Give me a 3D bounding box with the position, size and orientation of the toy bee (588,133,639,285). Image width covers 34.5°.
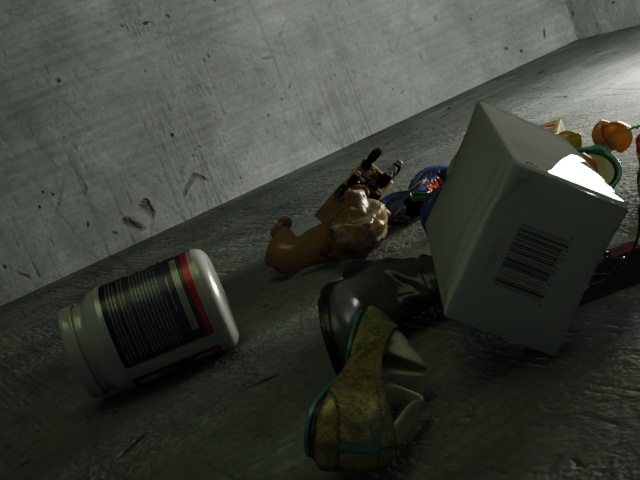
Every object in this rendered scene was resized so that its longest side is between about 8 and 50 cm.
[{"bbox_3d":[0.444,-0.059,1.219,0.298,0.162,0.195,-25,17,0],"label":"toy bee"}]

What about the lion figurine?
[{"bbox_3d":[0.000,0.000,2.149,0.392,0.142,0.240,-31,12,36],"label":"lion figurine"}]

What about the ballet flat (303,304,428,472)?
[{"bbox_3d":[0.071,0.175,1.230,0.123,0.123,0.348,-18,11,17],"label":"ballet flat"}]

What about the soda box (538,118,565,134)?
[{"bbox_3d":[0.520,-0.222,2.321,0.058,0.061,0.181,-17,12,20],"label":"soda box"}]

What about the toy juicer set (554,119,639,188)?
[{"bbox_3d":[0.433,-0.130,1.796,0.329,0.089,0.209,-25,42,-8],"label":"toy juicer set"}]

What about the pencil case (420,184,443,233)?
[{"bbox_3d":[0.267,-0.039,1.746,0.119,0.133,0.306,-48,9,-5],"label":"pencil case"}]

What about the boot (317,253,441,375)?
[{"bbox_3d":[0.131,0.083,1.518,0.223,0.118,0.338,-11,19,17],"label":"boot"}]

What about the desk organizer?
[{"bbox_3d":[0.376,0.045,1.387,0.130,0.047,0.050,-21,9,3],"label":"desk organizer"}]

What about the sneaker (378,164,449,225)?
[{"bbox_3d":[0.227,-0.095,2.267,0.221,0.083,0.087,-37,24,-25],"label":"sneaker"}]

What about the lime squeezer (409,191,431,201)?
[{"bbox_3d":[0.336,-0.117,2.068,0.310,0.110,0.059,-19,38,7],"label":"lime squeezer"}]

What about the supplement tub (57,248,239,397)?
[{"bbox_3d":[-0.296,0.145,1.792,0.272,0.191,0.191,-22,11,-3],"label":"supplement tub"}]

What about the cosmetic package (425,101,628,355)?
[{"bbox_3d":[0.256,-0.032,1.378,0.156,0.217,0.385,21,19,-3],"label":"cosmetic package"}]

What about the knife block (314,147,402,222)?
[{"bbox_3d":[0.104,-0.127,2.334,0.242,0.088,0.275,-47,1,23],"label":"knife block"}]
